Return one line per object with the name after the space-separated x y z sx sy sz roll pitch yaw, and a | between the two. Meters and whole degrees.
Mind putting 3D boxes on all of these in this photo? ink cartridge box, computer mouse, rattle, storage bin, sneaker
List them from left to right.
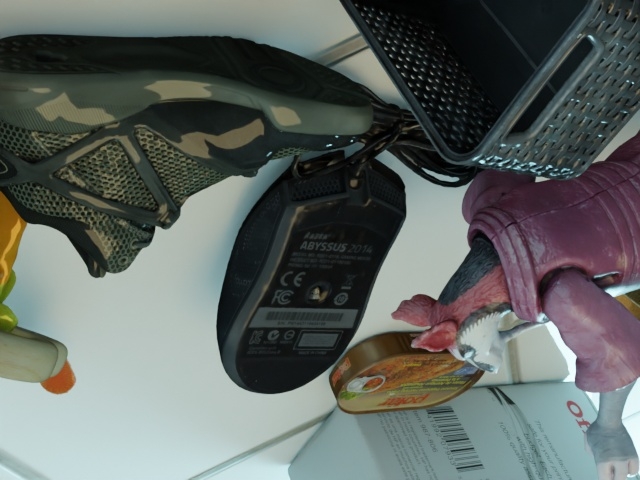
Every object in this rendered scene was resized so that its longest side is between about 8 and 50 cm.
-0.215 0.031 0.623 0.130 0.143 0.199 -1 167 19 | rattle
-0.083 -0.051 0.536 0.227 0.087 0.130 -5 128 -23 | sneaker
0.000 0.000 0.694 0.188 0.072 0.272 9 120 -37 | computer mouse
0.201 0.333 1.050 0.394 0.285 0.166 3 137 -35 | ink cartridge box
0.095 -0.132 0.479 0.084 0.180 0.122 5 135 -36 | storage bin

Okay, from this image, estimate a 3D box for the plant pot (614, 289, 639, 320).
0.423 0.010 0.860 0.254 0.237 0.237 -48 142 6 | plant pot

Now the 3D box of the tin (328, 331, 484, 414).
0.094 0.141 0.956 0.189 0.040 0.106 4 131 -36 | tin

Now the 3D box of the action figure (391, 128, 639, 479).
0.226 -0.008 0.651 0.370 0.248 0.276 -23 145 -17 | action figure
